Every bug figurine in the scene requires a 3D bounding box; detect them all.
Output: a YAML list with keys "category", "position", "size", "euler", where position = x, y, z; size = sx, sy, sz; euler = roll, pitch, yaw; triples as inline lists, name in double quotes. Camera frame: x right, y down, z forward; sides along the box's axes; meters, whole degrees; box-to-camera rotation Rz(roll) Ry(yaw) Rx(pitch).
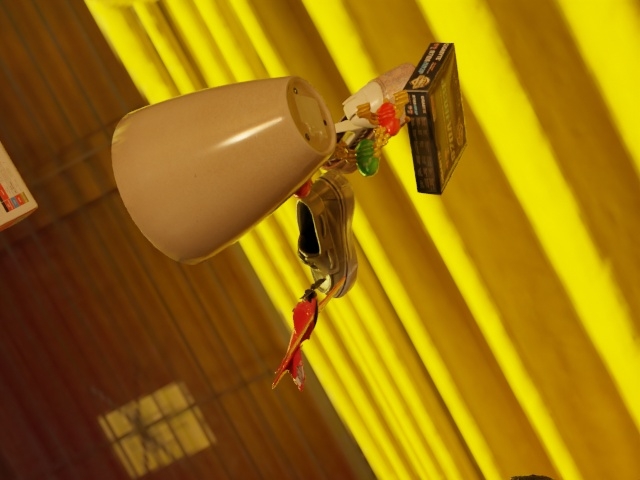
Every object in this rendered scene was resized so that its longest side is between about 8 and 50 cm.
- category: "bug figurine"
  position: [0.021, -0.148, 2.080]
  size: [0.278, 0.072, 0.216]
  euler: [-16, -150, 13]

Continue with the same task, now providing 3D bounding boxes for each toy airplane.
- category: "toy airplane"
  position: [-0.019, 0.098, 1.317]
  size: [0.151, 0.028, 0.151]
  euler: [-59, 164, -28]

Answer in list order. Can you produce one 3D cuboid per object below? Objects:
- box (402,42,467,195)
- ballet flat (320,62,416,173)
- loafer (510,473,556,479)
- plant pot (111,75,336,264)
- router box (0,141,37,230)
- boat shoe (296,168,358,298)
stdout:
- category: "box"
  position: [0.208, -0.221, 2.303]
  size: [0.051, 0.220, 0.175]
  euler: [5, -142, 23]
- category: "ballet flat"
  position: [0.078, -0.219, 2.389]
  size: [0.106, 0.108, 0.316]
  euler: [-2, 149, -30]
- category: "loafer"
  position: [0.286, 0.418, 1.784]
  size: [0.078, 0.076, 0.223]
  euler: [10, -141, 9]
- category: "plant pot"
  position: [-0.122, -0.132, 1.895]
  size: [0.274, 0.257, 0.256]
  euler: [-25, -173, 28]
- category: "router box"
  position: [-0.683, -0.128, 2.111]
  size: [0.301, 0.336, 0.082]
  euler: [-32, -176, -37]
- category: "boat shoe"
  position: [0.000, 0.000, 2.240]
  size: [0.094, 0.109, 0.302]
  euler: [-31, 143, -23]
